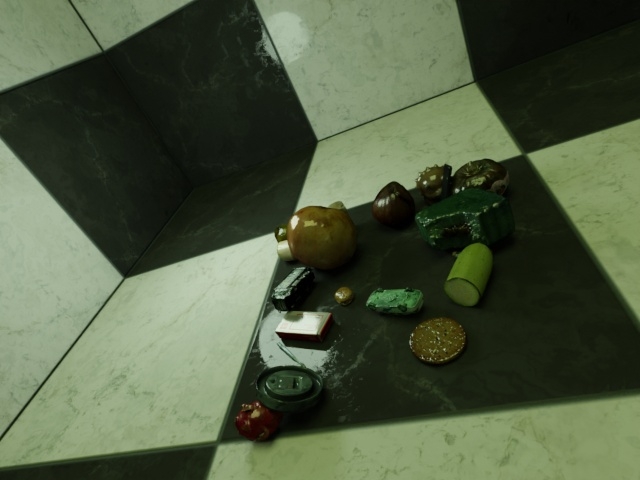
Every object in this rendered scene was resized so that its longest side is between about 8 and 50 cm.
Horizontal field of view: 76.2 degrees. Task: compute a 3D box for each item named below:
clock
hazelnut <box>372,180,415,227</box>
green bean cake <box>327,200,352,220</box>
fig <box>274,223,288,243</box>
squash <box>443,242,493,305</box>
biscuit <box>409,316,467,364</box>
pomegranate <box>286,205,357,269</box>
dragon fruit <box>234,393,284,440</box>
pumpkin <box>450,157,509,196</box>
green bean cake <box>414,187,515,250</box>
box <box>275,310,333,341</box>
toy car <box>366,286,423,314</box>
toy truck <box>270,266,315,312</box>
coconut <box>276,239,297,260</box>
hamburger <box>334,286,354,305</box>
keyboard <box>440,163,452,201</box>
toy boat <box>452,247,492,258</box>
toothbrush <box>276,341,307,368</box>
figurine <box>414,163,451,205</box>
[{"bbox_3d":[-0.103,0.491,1.364,0.225,0.049,0.226,2,12,0],"label":"clock"},{"bbox_3d":[0.346,-0.176,1.985,0.217,0.218,0.234,-23,32,8],"label":"hazelnut"},{"bbox_3d":[0.113,-0.106,2.091,0.085,0.179,0.109,-28,27,1],"label":"green bean cake"},{"bbox_3d":[-0.169,-0.046,2.288,0.184,0.127,0.133,-34,17,-4],"label":"fig"},{"bbox_3d":[0.545,0.105,1.462,0.132,0.133,0.247,3,40,42],"label":"squash"},{"bbox_3d":[0.386,0.329,1.343,0.187,0.027,0.188,-19,31,12],"label":"biscuit"},{"bbox_3d":[0.000,0.000,1.915,0.338,0.338,0.338,-20,30,13],"label":"pomegranate"},{"bbox_3d":[-0.196,0.584,1.330,0.165,0.136,0.133,-12,18,-12],"label":"dragon fruit"},{"bbox_3d":[0.709,-0.274,1.855,0.260,0.189,0.260,-20,29,12],"label":"pumpkin"},{"bbox_3d":[0.573,-0.070,1.643,0.307,0.169,0.300,-24,20,0],"label":"green bean cake"},{"bbox_3d":[-0.064,0.346,1.661,0.229,0.050,0.123,-4,37,35],"label":"box"},{"bbox_3d":[0.279,0.233,1.532,0.224,0.076,0.090,-8,35,44],"label":"toy car"},{"bbox_3d":[-0.123,0.217,1.830,0.121,0.088,0.259,-5,25,33],"label":"toy truck"},{"bbox_3d":[-0.155,0.051,2.138,0.122,0.116,0.116,-9,35,26],"label":"coconut"},{"bbox_3d":[0.100,0.232,1.713,0.076,0.044,0.083,-38,29,-19],"label":"hamburger"},{"bbox_3d":[0.577,-0.234,1.877,0.023,0.231,0.072,-2,21,-5],"label":"keyboard"},{"bbox_3d":[0.589,0.053,1.585,0.149,0.049,0.047,-6,37,33],"label":"toy boat"},{"bbox_3d":[-0.113,0.444,1.580,0.016,0.019,0.219,-44,33,-17],"label":"toothbrush"},{"bbox_3d":[0.559,-0.296,2.028,0.177,0.173,0.247,-12,34,26],"label":"figurine"}]
